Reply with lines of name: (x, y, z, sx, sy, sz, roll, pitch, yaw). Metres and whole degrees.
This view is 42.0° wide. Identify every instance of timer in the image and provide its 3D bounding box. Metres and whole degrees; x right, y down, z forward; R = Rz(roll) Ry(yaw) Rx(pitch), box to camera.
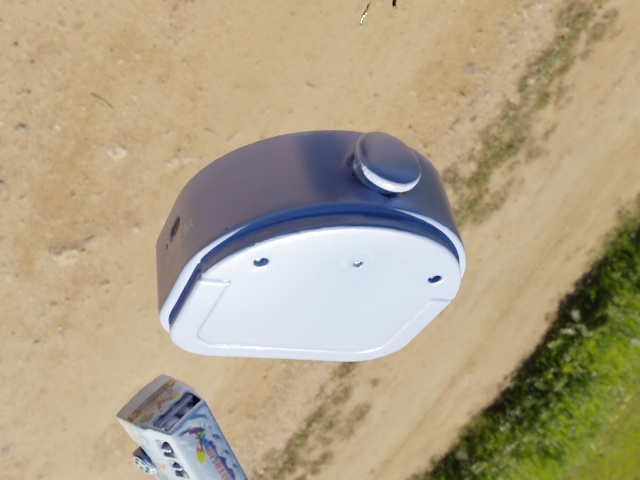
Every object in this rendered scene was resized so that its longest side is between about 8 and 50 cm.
timer: (0.000, 0.000, 1.050, 0.394, 0.173, 0.395, -7, 147, -4)

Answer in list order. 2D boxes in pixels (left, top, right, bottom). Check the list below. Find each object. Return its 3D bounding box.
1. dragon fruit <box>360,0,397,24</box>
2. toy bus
dragon fruit: (0.053, -0.370, 0.841, 0.233, 0.233, 0.293, 6, 100, -41)
toy bus: (-0.173, 0.359, 1.245, 0.109, 0.136, 0.330, -44, 124, -35)
